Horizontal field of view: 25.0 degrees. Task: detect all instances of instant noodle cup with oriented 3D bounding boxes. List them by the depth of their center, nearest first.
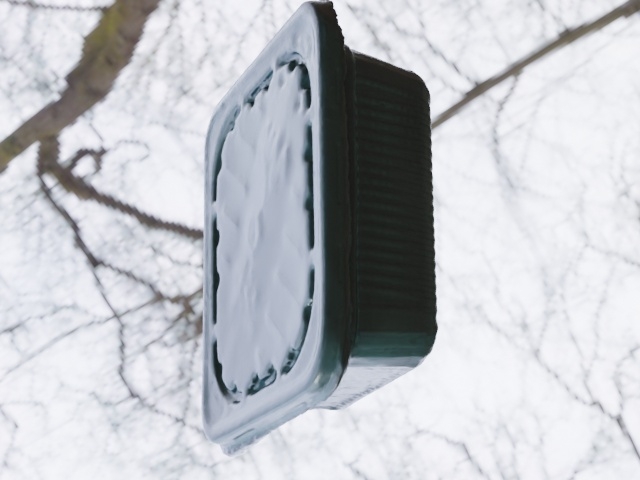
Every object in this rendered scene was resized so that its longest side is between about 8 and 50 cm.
[{"bbox_3d":[0.000,0.000,0.648,0.070,0.157,0.179,8,-111,-20],"label":"instant noodle cup"}]
